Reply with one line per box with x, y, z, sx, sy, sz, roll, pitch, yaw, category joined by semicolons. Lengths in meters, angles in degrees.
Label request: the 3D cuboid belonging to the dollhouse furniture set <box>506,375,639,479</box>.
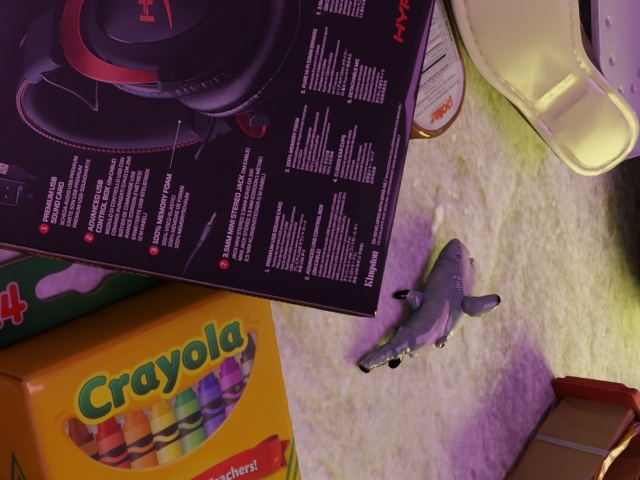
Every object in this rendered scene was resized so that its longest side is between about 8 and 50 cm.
0.368;0.280;0.995;0.201;0.374;0.152;-46;121;-30;dollhouse furniture set

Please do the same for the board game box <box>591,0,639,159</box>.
0.414;-0.313;1.199;0.390;0.050;0.390;-17;106;-44;board game box

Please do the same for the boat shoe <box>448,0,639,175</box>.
0.207;-0.195;0.968;0.116;0.096;0.324;-38;127;11;boat shoe

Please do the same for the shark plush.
0.092;0.069;0.934;0.161;0.073;0.067;-37;102;-13;shark plush

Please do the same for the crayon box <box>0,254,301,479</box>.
-0.117;0.151;0.686;0.202;0.081;0.318;-24;111;-41;crayon box

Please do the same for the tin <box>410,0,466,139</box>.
0.077;-0.179;0.879;0.106;0.040;0.189;-39;121;-31;tin

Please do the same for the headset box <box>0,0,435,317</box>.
-0.095;-0.088;0.570;0.293;0.110;0.218;10;85;-2;headset box
